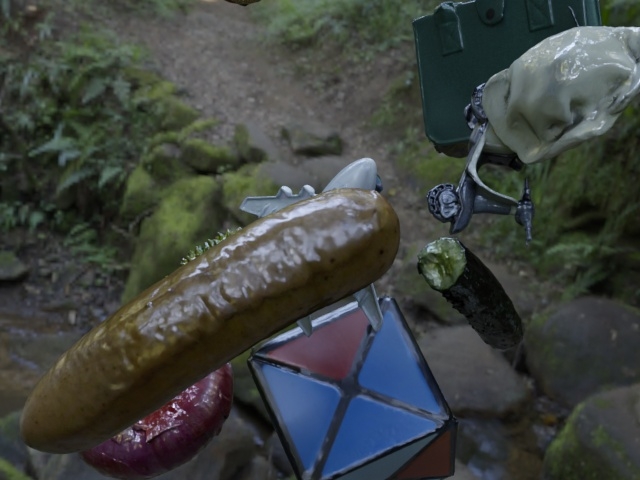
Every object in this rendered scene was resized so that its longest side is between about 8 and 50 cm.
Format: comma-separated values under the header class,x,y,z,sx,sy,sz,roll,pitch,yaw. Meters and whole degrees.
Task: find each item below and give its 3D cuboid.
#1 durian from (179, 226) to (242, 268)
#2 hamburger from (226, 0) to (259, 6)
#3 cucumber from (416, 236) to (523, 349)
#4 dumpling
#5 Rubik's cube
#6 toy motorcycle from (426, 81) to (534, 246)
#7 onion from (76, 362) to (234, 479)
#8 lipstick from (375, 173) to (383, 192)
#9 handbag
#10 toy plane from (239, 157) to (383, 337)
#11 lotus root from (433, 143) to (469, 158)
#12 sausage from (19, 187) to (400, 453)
class,x,y,z,sx,sy,sz,roll,pitch,yaw
durian,-0.137,0.031,1.412,0.119,0.108,0.187,21,-19,13
hamburger,-0.166,-0.576,2.031,0.162,0.162,0.115,1,11,-23
cucumber,0.232,0.090,1.366,0.081,0.072,0.303,7,-22,36
dumpling,0.325,-0.192,1.254,0.250,0.163,0.132,-19,-21,40
Rubik's cube,0.052,0.267,1.493,0.246,0.250,0.248,-23,58,-6
toy motorcycle,0.258,-0.116,1.384,0.157,0.263,0.091,22,-13,4
onion,-0.327,0.334,1.934,0.347,0.285,0.348,-13,43,13
lipstick,-0.001,-0.023,1.921,0.051,0.312,0.051,32,27,-29
handbag,0.296,-0.283,1.542,0.089,0.239,0.326,-13,4,-44
toy plane,-0.003,0.002,1.218,0.251,0.255,0.101,42,33,17
lotus root,0.299,-0.220,1.945,0.080,0.089,0.179,9,-25,-36
sausage,-0.134,0.089,1.095,0.500,0.136,0.123,-32,59,-1
